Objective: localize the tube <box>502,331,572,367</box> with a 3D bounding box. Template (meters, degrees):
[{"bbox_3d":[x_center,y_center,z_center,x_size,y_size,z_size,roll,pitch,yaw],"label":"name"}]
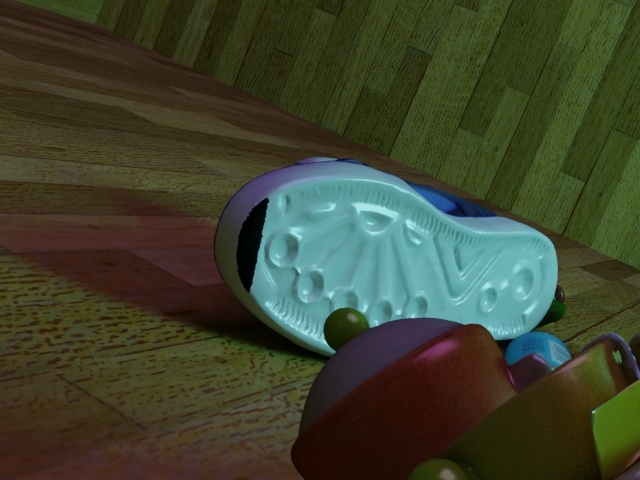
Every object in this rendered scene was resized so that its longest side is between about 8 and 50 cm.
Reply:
[{"bbox_3d":[0.150,0.116,0.730,0.080,0.052,0.207,18,15,2],"label":"tube"}]

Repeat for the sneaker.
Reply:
[{"bbox_3d":[0.000,0.000,0.841,0.323,0.130,0.236,7,8,-42],"label":"sneaker"}]

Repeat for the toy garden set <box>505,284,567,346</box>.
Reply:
[{"bbox_3d":[0.124,0.035,1.110,0.244,0.049,0.204,26,12,22],"label":"toy garden set"}]

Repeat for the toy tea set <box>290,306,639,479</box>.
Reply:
[{"bbox_3d":[0.127,0.019,0.447,0.336,0.200,0.124,-26,72,-29],"label":"toy tea set"}]
